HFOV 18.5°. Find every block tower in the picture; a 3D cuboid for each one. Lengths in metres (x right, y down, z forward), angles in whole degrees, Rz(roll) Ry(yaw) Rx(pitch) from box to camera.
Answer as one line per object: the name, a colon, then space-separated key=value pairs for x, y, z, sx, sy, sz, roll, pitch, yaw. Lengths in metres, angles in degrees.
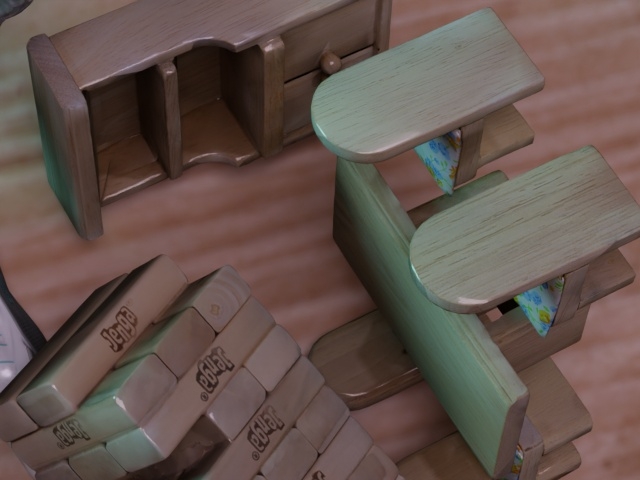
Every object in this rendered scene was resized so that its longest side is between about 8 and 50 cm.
block tower: x=0.008 y=0.162 z=0.847 sx=0.335 sy=0.091 sz=0.097 roll=49 pitch=50 yaw=-12

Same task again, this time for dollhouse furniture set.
dollhouse furniture set: x=0.000 y=0.000 z=0.852 sx=0.161 sy=0.212 sz=0.242 roll=-25 pitch=62 yaw=-16

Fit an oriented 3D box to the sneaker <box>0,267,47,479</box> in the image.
sneaker: x=-0.161 y=0.045 z=0.891 sx=0.061 sy=0.054 sz=0.152 roll=-28 pitch=86 yaw=1

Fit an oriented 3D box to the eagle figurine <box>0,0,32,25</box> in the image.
eagle figurine: x=-0.246 y=-0.046 z=0.790 sx=0.226 sy=0.225 sz=0.298 roll=-4 pitch=102 yaw=-55
